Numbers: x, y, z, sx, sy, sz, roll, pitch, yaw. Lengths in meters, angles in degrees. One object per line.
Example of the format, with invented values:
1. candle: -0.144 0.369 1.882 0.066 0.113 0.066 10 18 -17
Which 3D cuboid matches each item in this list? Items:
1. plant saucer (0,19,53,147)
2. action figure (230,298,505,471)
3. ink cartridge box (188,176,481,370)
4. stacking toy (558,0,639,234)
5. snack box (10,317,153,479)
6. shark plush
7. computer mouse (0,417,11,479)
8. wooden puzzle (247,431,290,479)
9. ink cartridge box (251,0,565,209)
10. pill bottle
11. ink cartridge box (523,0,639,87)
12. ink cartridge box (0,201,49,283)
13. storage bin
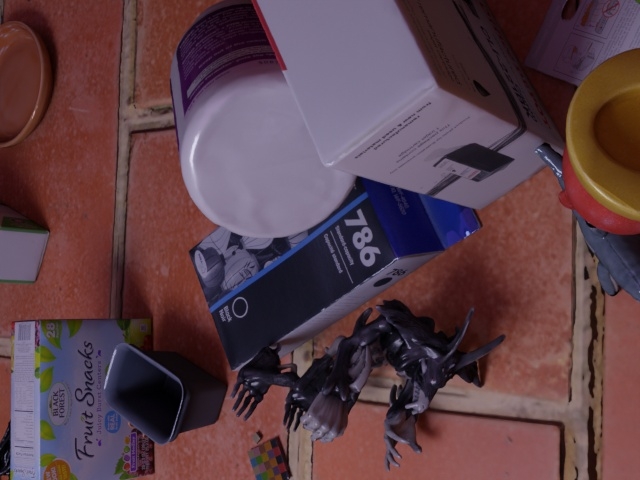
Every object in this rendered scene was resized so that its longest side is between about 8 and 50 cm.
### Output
1. plant saucer: -0.483 -0.244 1.354 0.199 0.037 0.200 -3 85 38
2. action figure: 0.047 0.146 0.836 0.275 0.164 0.141 -19 49 44
3. ink cartridge box: 0.000 0.000 0.941 0.332 0.065 0.165 -37 65 29
4. stacking toy: 0.326 -0.125 0.625 0.308 0.130 0.280 4 75 6
5. snack box: -0.299 0.203 1.085 0.070 0.174 0.207 -8 81 38
6. shark plush: 0.244 -0.020 0.731 0.073 0.067 0.161 -26 84 31
7. computer mouse: -0.397 0.328 1.224 0.262 0.060 0.184 29 103 36
8. wooden puzzle: -0.059 0.262 1.000 0.049 0.006 0.083 -33 67 31
9. ink cartridge box: 0.085 -0.150 0.756 0.114 0.272 0.197 -34 67 27
10. pill bottle: -0.068 -0.145 0.883 0.169 0.169 0.302 -54 28 21
11. ink cartridge box: 0.301 -0.198 0.743 0.224 0.056 0.181 42 112 53
12. ink cartridge box: -0.548 -0.016 1.308 0.219 0.160 0.093 24 101 38
13. storage bin: -0.187 0.189 1.052 0.135 0.091 0.098 24 101 38
